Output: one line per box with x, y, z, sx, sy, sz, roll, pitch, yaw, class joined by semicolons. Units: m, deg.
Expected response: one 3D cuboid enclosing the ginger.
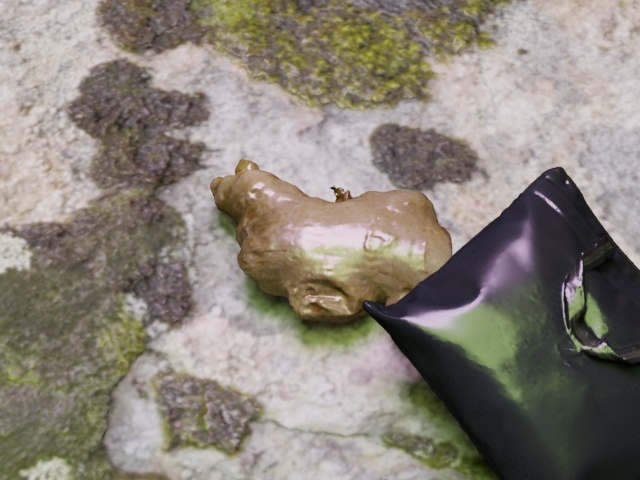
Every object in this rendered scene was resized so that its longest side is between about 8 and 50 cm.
0.000;0.004;0.970;0.213;0.074;0.137;15;53;5;ginger

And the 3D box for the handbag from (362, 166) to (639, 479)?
0.188;0.090;0.894;0.211;0.088;0.254;-35;80;-17;handbag
